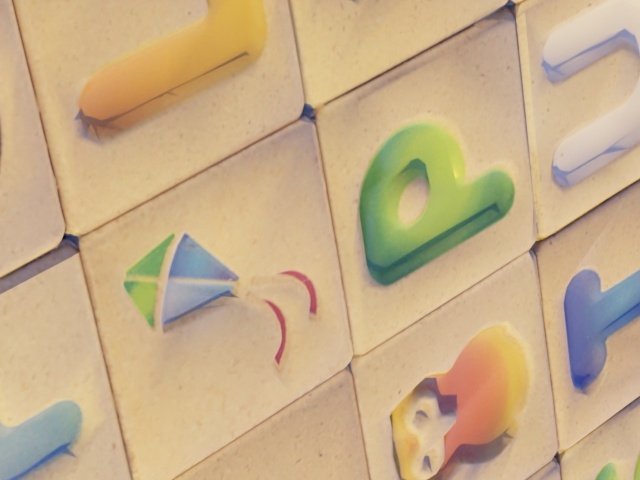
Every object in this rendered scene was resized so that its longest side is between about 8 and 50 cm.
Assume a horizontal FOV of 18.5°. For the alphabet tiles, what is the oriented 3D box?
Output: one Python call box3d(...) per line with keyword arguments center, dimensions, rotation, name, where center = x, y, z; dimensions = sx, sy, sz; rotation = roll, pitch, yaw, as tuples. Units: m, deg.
box3d(center=(0.000, 0.000, 0.387), dimensions=(0.342, 0.011, 0.285), rotation=(-30, 125, -33), name="alphabet tiles")
